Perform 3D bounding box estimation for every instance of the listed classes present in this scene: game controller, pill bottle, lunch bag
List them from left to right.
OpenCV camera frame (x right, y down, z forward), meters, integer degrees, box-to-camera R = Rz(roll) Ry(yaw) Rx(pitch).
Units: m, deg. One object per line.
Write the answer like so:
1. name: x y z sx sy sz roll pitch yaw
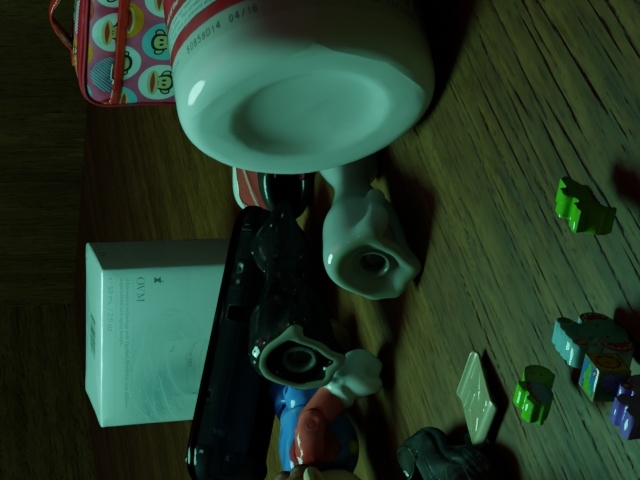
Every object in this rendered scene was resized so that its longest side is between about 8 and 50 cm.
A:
1. lunch bag: -0.254 -0.331 1.924 0.120 0.258 0.293 -109 23 -46
2. game controller: -0.080 0.126 1.526 0.166 0.067 0.319 55 -135 -70
3. pill bottle: -0.040 -0.286 1.248 0.229 0.229 0.407 117 147 -59

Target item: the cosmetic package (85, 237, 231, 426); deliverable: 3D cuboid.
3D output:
1. cosmetic package: -0.200 0.122 1.854 0.138 0.225 0.224 -139 49 -65

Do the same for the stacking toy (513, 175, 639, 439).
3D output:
1. stacking toy: 0.187 0.081 0.842 0.221 0.052 0.166 -116 31 -59

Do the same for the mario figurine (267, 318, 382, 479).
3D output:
1. mario figurine: 0.023 0.234 1.365 0.198 0.170 0.320 55 -161 -37

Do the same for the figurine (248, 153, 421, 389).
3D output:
1. figurine: 0.000 0.000 1.328 0.215 0.092 0.209 -53 31 29

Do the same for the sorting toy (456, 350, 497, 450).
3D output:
1. sorting toy: 0.127 0.140 1.111 0.062 0.012 0.083 -105 21 -45

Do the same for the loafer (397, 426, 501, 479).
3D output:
1. loafer: 0.092 0.197 1.125 0.062 0.061 0.170 62 166 -4

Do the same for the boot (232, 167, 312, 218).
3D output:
1. boot: -0.063 -0.147 1.609 0.176 0.088 0.244 -166 67 -73
